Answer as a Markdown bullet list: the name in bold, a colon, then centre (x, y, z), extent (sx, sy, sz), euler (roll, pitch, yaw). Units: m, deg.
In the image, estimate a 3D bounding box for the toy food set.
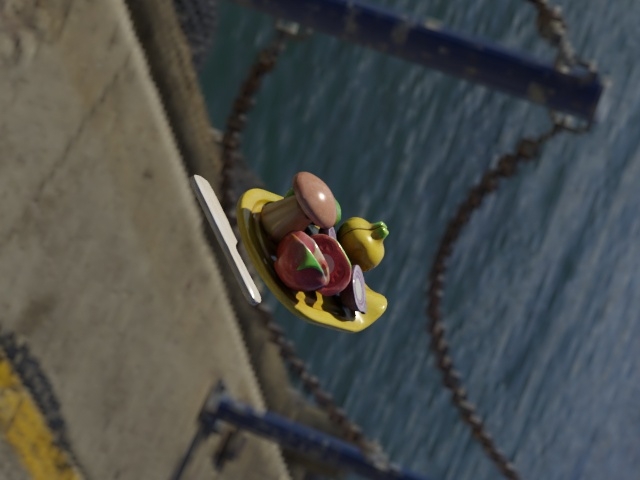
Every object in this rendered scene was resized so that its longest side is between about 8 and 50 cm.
- **toy food set**: centre (0.000, 0.000, 1.336), extent (0.071, 0.128, 0.218), euler (-33, 156, 22)
